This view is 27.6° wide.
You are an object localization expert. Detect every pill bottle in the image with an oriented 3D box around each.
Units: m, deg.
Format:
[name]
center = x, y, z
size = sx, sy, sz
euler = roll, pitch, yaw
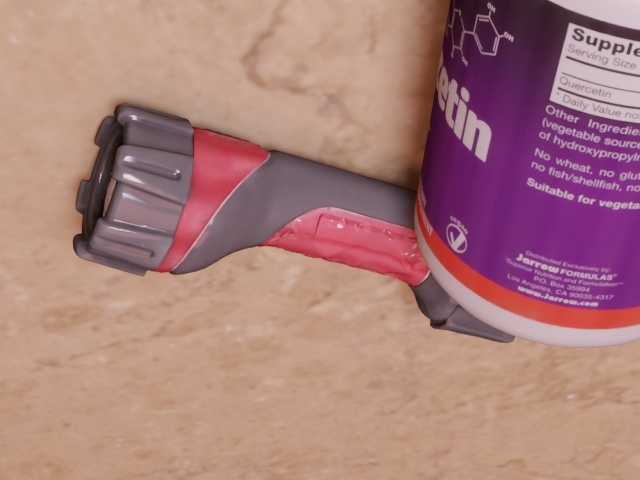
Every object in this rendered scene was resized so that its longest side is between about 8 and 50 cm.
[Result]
[pill bottle]
center = 0.156, -0.105, 0.699
size = 0.182, 0.181, 0.323
euler = -1, 134, -7

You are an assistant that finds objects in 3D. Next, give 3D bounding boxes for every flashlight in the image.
[flashlight]
center = 0.000, 0.000, 0.838
size = 0.304, 0.103, 0.103
euler = 17, 129, -21
